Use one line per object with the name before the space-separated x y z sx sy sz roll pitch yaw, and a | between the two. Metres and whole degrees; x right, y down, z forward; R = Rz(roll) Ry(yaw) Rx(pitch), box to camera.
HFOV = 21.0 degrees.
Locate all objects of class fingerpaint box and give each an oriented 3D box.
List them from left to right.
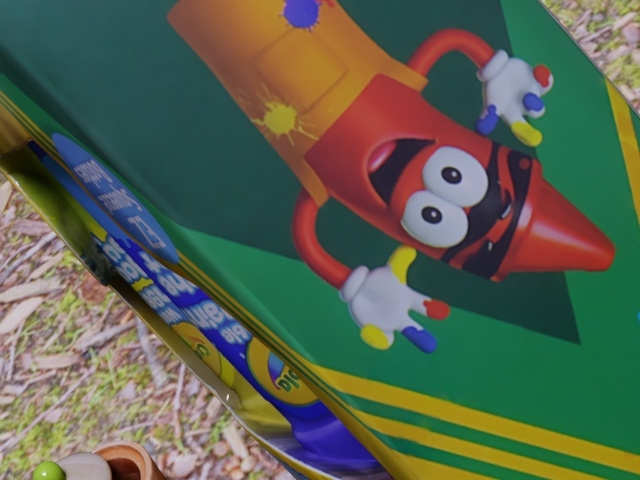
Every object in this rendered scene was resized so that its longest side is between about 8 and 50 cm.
fingerpaint box | 0.000 0.000 0.807 0.163 0.371 0.445 -45 11 -10

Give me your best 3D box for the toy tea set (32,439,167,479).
toy tea set | -0.103 0.227 0.985 0.200 0.124 0.336 -47 40 -11
